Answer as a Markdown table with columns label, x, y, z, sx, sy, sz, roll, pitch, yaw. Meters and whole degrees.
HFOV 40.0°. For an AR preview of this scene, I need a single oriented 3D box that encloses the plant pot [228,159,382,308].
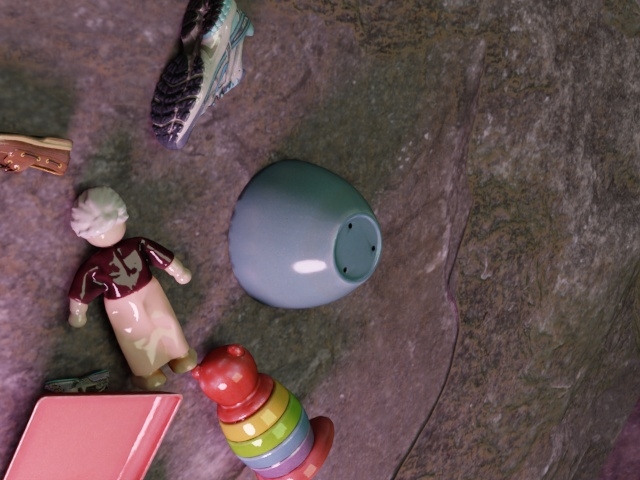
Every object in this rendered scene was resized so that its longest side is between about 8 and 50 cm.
| label | x | y | z | sx | sy | sz | roll | pitch | yaw |
| --- | --- | --- | --- | --- | --- | --- | --- | --- | --- |
| plant pot | 0.000 | 0.000 | 1.651 | 0.290 | 0.195 | 0.290 | -11 | 105 | -42 |

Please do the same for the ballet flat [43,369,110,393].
| label | x | y | z | sx | sy | sz | roll | pitch | yaw |
| --- | --- | --- | --- | --- | --- | --- | --- | --- | --- |
| ballet flat | -0.389 | 0.237 | 1.421 | 0.114 | 0.041 | 0.041 | -5 | 102 | -45 |

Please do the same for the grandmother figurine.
| label | x | y | z | sx | sy | sz | roll | pitch | yaw |
| --- | --- | --- | --- | --- | --- | --- | --- | --- | --- |
| grandmother figurine | -0.316 | 0.075 | 1.427 | 0.208 | 0.104 | 0.342 | -30 | 116 | -32 |

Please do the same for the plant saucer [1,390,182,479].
| label | x | y | z | sx | sy | sz | roll | pitch | yaw |
| --- | --- | --- | --- | --- | --- | --- | --- | --- | --- |
| plant saucer | -0.379 | 0.334 | 1.397 | 0.258 | 0.048 | 0.259 | 9 | 116 | -45 |

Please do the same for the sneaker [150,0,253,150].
| label | x | y | z | sx | sy | sz | roll | pitch | yaw |
| --- | --- | --- | --- | --- | --- | --- | --- | --- | --- |
| sneaker | -0.183 | -0.273 | 1.479 | 0.122 | 0.110 | 0.283 | 30 | 77 | -47 |

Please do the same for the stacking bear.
| label | x | y | z | sx | sy | sz | roll | pitch | yaw |
| --- | --- | --- | --- | --- | --- | --- | --- | --- | --- |
| stacking bear | -0.120 | 0.312 | 1.625 | 0.175 | 0.164 | 0.289 | -28 | 113 | 13 |

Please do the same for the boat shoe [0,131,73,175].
| label | x | y | z | sx | sy | sz | roll | pitch | yaw |
| --- | --- | --- | --- | --- | --- | --- | --- | --- | --- |
| boat shoe | -0.443 | -0.126 | 1.281 | 0.178 | 0.064 | 0.060 | 1 | 96 | -47 |
